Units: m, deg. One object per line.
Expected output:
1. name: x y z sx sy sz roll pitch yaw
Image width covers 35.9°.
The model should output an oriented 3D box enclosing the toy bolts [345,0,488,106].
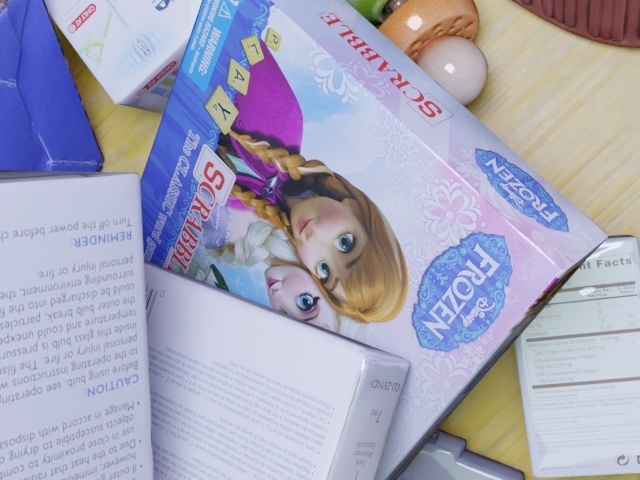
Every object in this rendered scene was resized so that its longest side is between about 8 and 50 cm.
1. toy bolts: 0.008 -0.146 0.803 0.228 0.218 0.158 -39 67 21

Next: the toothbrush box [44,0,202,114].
1. toothbrush box: -0.166 -0.288 0.892 0.206 0.122 0.283 -38 82 14

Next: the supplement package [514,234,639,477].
1. supplement package: 0.214 0.089 0.797 0.105 0.105 0.179 -8 89 16

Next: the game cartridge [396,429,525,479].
1. game cartridge: -0.017 0.244 0.893 0.355 0.068 0.230 19 92 15

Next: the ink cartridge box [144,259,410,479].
1. ink cartridge box: -0.105 0.165 0.742 0.296 0.066 0.261 18 88 38

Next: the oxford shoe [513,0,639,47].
1. oxford shoe: 0.286 -0.239 0.777 0.397 0.140 0.146 22 72 15

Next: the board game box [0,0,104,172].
1. board game box: -0.379 -0.122 0.885 0.291 0.232 0.141 10 51 15

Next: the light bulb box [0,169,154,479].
1. light bulb box: -0.306 0.135 0.667 0.358 0.225 0.361 5 100 40

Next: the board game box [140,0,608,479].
1. board game box: 0.000 0.000 0.747 0.318 0.066 0.318 45 136 17
